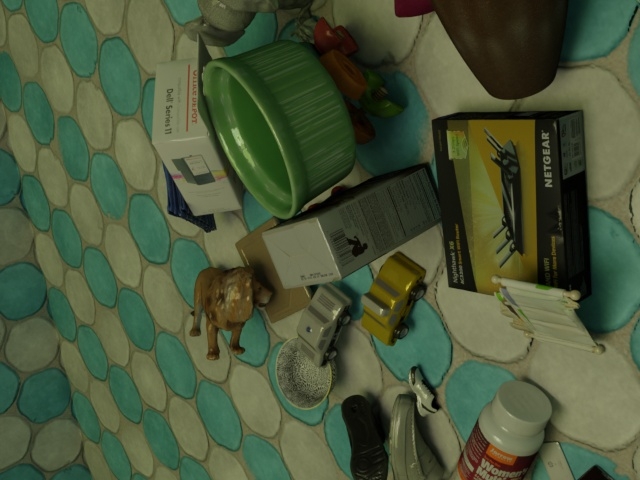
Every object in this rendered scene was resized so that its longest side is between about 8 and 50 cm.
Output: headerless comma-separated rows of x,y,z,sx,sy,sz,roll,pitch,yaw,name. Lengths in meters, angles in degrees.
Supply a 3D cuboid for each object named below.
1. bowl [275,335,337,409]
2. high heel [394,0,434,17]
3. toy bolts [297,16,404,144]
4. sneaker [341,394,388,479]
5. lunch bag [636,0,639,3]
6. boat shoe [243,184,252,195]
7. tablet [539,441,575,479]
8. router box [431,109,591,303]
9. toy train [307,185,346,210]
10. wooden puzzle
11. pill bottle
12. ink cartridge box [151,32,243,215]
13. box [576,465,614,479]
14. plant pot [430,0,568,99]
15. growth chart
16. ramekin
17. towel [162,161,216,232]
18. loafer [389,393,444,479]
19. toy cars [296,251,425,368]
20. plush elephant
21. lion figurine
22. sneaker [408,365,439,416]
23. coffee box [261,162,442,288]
-0.018,0.304,1.856,0.170,0.080,0.170,-1,89,39,bowl
0.124,-0.551,1.257,0.181,0.127,0.377,-20,94,32,high heel
0.005,-0.284,1.469,0.158,0.218,0.229,-41,66,24,toy bolts
0.109,0.464,1.745,0.130,0.087,0.228,60,-169,-48,sneaker
0.443,-0.404,0.951,0.223,0.160,0.262,46,140,25,lunch bag
-0.099,-0.197,1.715,0.105,0.113,0.306,37,134,25,boat shoe
0.430,0.409,1.459,0.054,0.006,0.083,-25,87,51,tablet
0.315,-0.058,1.321,0.242,0.081,0.309,8,113,47,router box
0.000,0.000,1.709,0.143,0.105,0.248,52,140,-1,toy train
-0.105,0.072,1.902,0.238,0.044,0.221,-32,82,56,wooden puzzle
0.337,0.369,1.457,0.121,0.121,0.221,39,133,31,pill bottle
-0.254,-0.228,1.627,0.353,0.119,0.207,74,-169,-60,ink cartridge box
0.451,0.535,1.363,0.168,0.167,0.203,43,135,28,box
0.272,-0.332,1.162,0.215,0.215,0.230,19,145,43,plant pot
0.363,0.123,1.290,0.172,0.021,0.237,15,158,39,growth chart
-0.069,-0.204,1.409,0.303,0.148,0.303,50,158,28,ramekin
-0.312,-0.150,1.847,0.336,0.040,0.243,53,-154,-82,towel
0.206,0.479,1.689,0.111,0.112,0.320,-4,102,12,loafer
0.061,0.156,1.664,0.393,0.087,0.177,-26,77,43,toy cars
-0.149,-0.500,1.517,0.271,0.255,0.330,-21,91,51,plush elephant
-0.259,0.147,2.010,0.392,0.142,0.240,25,116,57,lion figurine
0.215,0.309,1.644,0.043,0.040,0.109,-16,98,35,sneaker
0.066,-0.029,1.449,0.168,0.297,0.119,-14,101,50,coffee box
